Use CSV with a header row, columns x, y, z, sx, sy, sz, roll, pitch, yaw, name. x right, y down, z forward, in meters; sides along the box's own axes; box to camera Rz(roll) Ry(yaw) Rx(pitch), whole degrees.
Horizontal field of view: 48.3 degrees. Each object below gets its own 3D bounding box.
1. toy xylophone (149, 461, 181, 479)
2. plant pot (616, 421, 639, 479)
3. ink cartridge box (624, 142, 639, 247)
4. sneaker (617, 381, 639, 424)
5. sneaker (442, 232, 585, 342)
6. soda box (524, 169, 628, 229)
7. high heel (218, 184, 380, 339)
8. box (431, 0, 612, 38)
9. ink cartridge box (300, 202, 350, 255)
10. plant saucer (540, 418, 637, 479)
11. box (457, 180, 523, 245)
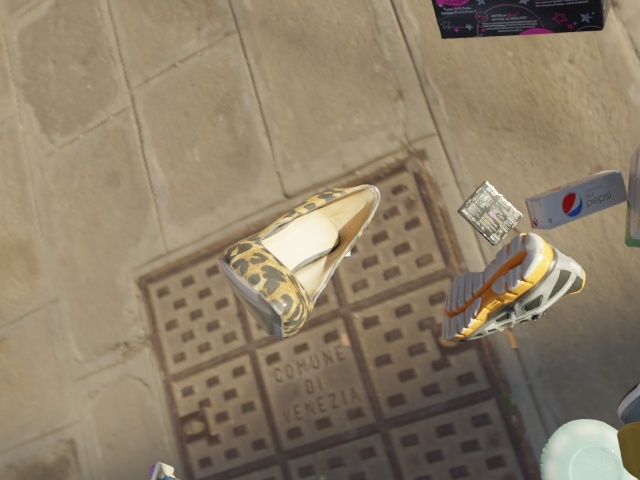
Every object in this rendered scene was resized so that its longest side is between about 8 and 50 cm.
x,y,z,sx,sy,sz,roll,pitch,yaw,name
-0.185,0.515,1.293,0.322,0.236,0.081,29,72,5,toy xylophone
0.443,0.275,0.945,0.083,0.081,0.081,147,119,-62,plant pot
0.673,-0.114,1.362,0.117,0.278,0.202,7,76,13,ink cartridge box
0.746,0.361,1.444,0.295,0.123,0.178,-43,24,38,sneaker
0.211,0.070,0.823,0.215,0.083,0.084,135,149,-55,sneaker
0.565,-0.091,1.580,0.216,0.069,0.074,-19,98,-15,soda box
0.000,0.000,0.678,0.186,0.261,0.093,-36,99,-6,high heel
0.303,-0.411,1.064,0.247,0.142,0.163,6,53,29,box
0.008,-0.029,1.585,0.089,0.143,0.092,-4,109,-12,ink cartridge box
0.528,0.448,1.388,0.194,0.037,0.195,0,79,0,plant saucer
0.271,-0.043,1.144,0.083,0.018,0.067,42,88,-4,box
